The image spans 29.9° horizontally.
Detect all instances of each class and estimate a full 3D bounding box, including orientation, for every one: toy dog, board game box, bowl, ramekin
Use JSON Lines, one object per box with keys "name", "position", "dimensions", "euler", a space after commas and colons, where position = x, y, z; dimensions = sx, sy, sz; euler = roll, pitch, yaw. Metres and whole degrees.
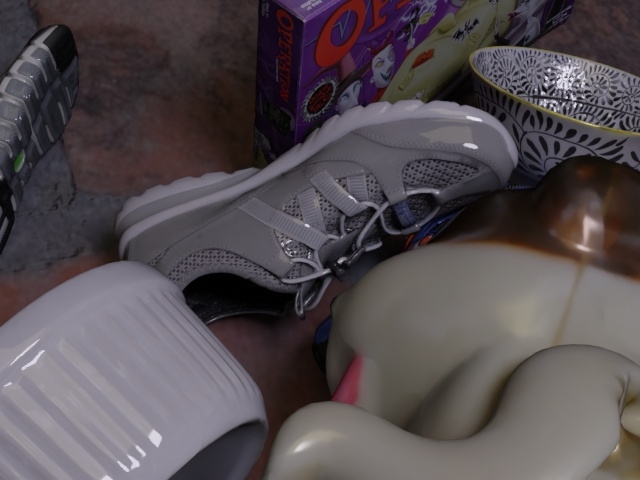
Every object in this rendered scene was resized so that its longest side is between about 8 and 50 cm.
{"name": "toy dog", "position": [0.141, 0.142, 0.586], "dimensions": [0.395, 0.285, 0.408], "euler": [-11, 49, -11]}
{"name": "board game box", "position": [0.090, -0.175, 0.891], "dimensions": [0.056, 0.208, 0.347], "euler": [38, 59, 26]}
{"name": "bowl", "position": [0.181, -0.076, 0.877], "dimensions": [0.170, 0.080, 0.170], "euler": [11, 25, -5]}
{"name": "ramekin", "position": [-0.121, 0.123, 0.646], "dimensions": [0.109, 0.207, 0.207], "euler": [39, 59, 16]}

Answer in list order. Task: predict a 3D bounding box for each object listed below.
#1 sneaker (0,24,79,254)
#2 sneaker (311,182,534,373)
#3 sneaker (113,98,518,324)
{"name": "sneaker", "position": [-0.272, -0.085, 0.887], "dimensions": [0.132, 0.086, 0.229], "euler": [9, 52, 9]}
{"name": "sneaker", "position": [0.081, 0.028, 0.817], "dimensions": [0.221, 0.083, 0.087], "euler": [-28, 41, -27]}
{"name": "sneaker", "position": [0.000, 0.000, 0.790], "dimensions": [0.281, 0.105, 0.115], "euler": [-20, 55, 16]}
